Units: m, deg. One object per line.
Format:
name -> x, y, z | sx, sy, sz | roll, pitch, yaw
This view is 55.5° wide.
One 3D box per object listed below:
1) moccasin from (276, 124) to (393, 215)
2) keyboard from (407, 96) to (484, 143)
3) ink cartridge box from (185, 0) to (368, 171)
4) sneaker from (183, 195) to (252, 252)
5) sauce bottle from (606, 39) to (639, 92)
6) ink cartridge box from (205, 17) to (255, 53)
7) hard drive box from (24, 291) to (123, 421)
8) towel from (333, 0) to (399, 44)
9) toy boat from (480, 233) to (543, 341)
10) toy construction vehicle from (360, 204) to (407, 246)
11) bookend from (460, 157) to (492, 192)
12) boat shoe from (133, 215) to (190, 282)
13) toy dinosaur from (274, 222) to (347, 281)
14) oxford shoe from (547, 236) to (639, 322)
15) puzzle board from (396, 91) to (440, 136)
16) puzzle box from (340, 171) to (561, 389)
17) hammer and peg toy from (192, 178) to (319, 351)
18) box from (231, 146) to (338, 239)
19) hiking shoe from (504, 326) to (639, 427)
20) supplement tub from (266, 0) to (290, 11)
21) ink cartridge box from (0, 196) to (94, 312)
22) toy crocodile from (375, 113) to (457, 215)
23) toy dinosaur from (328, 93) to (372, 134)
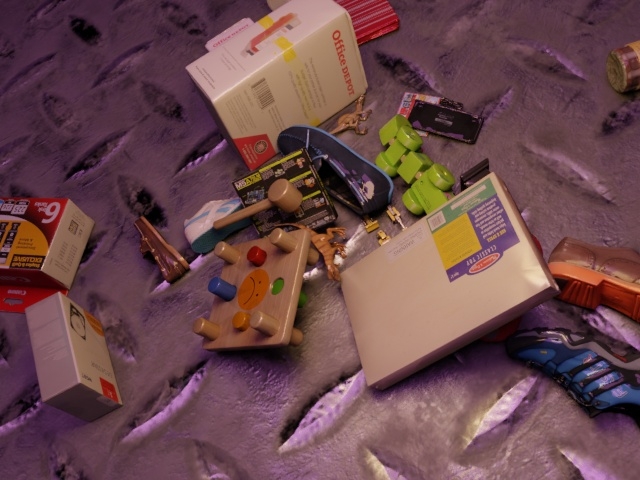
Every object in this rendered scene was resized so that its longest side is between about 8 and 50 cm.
moccasin -> 0.013, -0.175, 1.446 | 0.342, 0.138, 0.117 | 30, 56, 31
keyboard -> 0.312, -0.305, 1.512 | 0.180, 0.023, 0.108 | 20, 74, 17
ink cartridge box -> -0.097, -0.401, 1.531 | 0.384, 0.279, 0.160 | -35, 57, -6
sneaker -> -0.233, -0.068, 1.492 | 0.228, 0.087, 0.092 | -32, 54, -8
sauce bottle -> 0.850, -0.441, 1.408 | 0.344, 0.111, 0.111 | -16, 59, 4
ink cartridge box -> -0.206, -0.513, 1.729 | 0.158, 0.092, 0.218 | -34, 61, -6
hard drive box -> -0.540, 0.258, 1.333 | 0.089, 0.181, 0.232 | -27, 59, -3
towel -> 0.097, -0.671, 1.776 | 0.198, 0.031, 0.275 | -23, 57, 4
toy boat -> 0.360, 0.083, 1.181 | 0.151, 0.151, 0.231 | 26, 80, -12
toy construction vehicle -> 0.147, -0.040, 1.406 | 0.086, 0.035, 0.098 | -27, 58, -1
bookend -> 0.374, -0.065, 1.290 | 0.072, 0.157, 0.156 | -34, 58, -5
boat shoe -> -0.407, 0.020, 1.493 | 0.073, 0.073, 0.207 | -41, 59, -12
toy dinosaur -> 0.000, 0.000, 1.359 | 0.112, 0.064, 0.211 | -11, 45, -35
oxford shoe -> 0.623, 0.080, 1.166 | 0.363, 0.130, 0.133 | 20, 62, 23
puzzle board -> 0.243, -0.325, 1.555 | 0.096, 0.011, 0.128 | 13, 66, 21
puzzle box -> 0.227, 0.084, 1.187 | 0.409, 0.052, 0.272 | -35, 48, 27
hammer and peg toy -> -0.131, 0.063, 1.323 | 0.266, 0.127, 0.361 | -13, 56, 40
box -> -0.081, -0.095, 1.406 | 0.190, 0.045, 0.184 | -24, 100, 16
hiking shoe -> 0.485, 0.250, 1.110 | 0.304, 0.113, 0.132 | 14, 65, 21
supplement tub -> -0.079, -0.771, 1.826 | 0.117, 0.117, 0.190 | 12, 65, 20
ink cartridge box -> -0.780, 0.035, 1.549 | 0.309, 0.130, 0.272 | 2, 63, 15
toy crocodile -> 0.231, -0.161, 1.419 | 0.115, 0.105, 0.340 | -52, 53, 33
toy dinosaur -> 0.075, -0.303, 1.573 | 0.092, 0.053, 0.183 | 25, 62, 42
